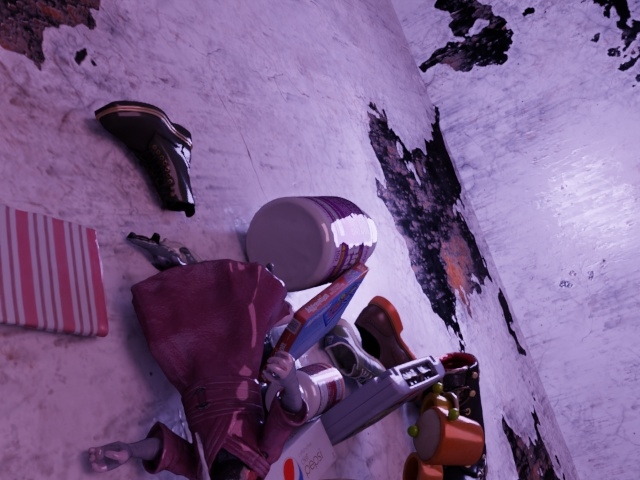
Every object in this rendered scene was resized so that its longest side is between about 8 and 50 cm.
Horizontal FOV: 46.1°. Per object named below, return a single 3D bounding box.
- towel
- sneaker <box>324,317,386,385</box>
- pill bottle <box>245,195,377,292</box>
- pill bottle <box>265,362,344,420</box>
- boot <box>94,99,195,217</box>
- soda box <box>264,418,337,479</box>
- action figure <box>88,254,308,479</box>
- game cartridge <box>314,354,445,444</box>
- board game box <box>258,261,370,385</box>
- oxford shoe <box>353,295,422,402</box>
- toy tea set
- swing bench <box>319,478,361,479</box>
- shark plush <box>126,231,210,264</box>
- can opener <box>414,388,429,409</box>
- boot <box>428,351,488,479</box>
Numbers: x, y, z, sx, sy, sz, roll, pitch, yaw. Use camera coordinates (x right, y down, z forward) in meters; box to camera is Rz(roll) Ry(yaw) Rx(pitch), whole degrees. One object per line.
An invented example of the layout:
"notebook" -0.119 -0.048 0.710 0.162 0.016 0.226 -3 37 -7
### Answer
"towel" -0.330 0.037 0.874 0.197 0.029 0.144 20 51 -56
"sneaker" 0.067 0.249 1.474 0.192 0.064 0.086 54 27 -14
"pill bottle" 0.000 0.000 1.421 0.301 0.169 0.169 -9 77 -65
"pill bottle" -0.027 0.252 1.241 0.152 0.086 0.086 3 66 -64
"boot" -0.250 -0.120 1.131 0.197 0.076 0.137 18 58 -59
"soda box" -0.054 0.344 1.123 0.074 0.069 0.216 67 23 1
"action figure" -0.139 0.208 0.978 0.276 0.247 0.371 76 3 -65
"game cartridge" 0.102 0.286 1.340 0.060 0.196 0.294 60 20 15
"board game box" -0.005 0.136 1.305 0.027 0.145 0.281 36 26 12
"oxford shoe" 0.141 0.254 1.625 0.098 0.096 0.272 -38 114 -31
"toy tea set" 0.166 0.417 1.303 0.124 0.200 0.336 15 87 -15
"swing bench" 0.066 0.518 1.098 0.255 0.165 0.253 52 28 -29
"shark plush" -0.210 0.038 1.093 0.161 0.073 0.067 49 60 -46
"can opener" 0.291 0.405 1.816 0.280 0.074 0.093 48 64 -33
"boot" 0.285 0.410 1.602 0.377 0.138 0.285 -15 100 -70
